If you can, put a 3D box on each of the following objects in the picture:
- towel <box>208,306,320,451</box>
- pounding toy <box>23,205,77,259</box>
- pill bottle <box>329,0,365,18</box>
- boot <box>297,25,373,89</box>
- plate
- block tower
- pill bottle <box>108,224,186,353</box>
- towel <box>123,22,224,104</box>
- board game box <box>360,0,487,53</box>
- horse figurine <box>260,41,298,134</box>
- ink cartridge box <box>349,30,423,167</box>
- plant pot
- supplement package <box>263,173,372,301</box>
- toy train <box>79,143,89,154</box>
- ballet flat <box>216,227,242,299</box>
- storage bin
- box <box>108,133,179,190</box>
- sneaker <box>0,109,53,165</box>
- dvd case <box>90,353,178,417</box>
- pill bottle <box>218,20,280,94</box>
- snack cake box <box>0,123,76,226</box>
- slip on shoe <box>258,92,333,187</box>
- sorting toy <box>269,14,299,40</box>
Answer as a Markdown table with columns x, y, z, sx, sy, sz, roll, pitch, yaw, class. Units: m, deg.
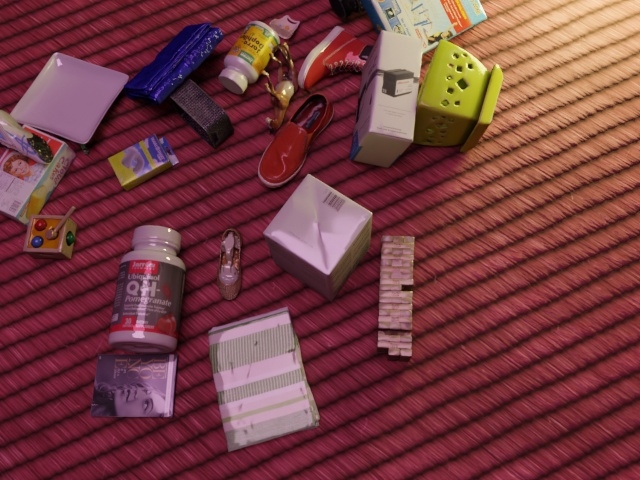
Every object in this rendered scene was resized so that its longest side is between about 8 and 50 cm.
| x | y | z | sx | sy | sz | roll | pitch | yaw | class |
| --- | --- | --- | --- | --- | --- | --- | --- | --- | --- |
| -0.157 | 0.360 | 1.733 | 0.247 | 0.038 | 0.325 | -16 | 73 | 0 | towel |
| -0.755 | -0.022 | 1.866 | 0.141 | 0.100 | 0.130 | 2 | 72 | 4 | pounding toy |
| 0.136 | -0.795 | 2.064 | 0.219 | 0.123 | 0.123 | -37 | 73 | -7 | pill bottle |
| 0.058 | -0.525 | 1.999 | 0.176 | 0.088 | 0.244 | 35 | 73 | 12 | boot |
| -0.766 | -0.432 | 2.025 | 0.278 | 0.045 | 0.277 | 19 | 66 | 11 | plate |
| 0.200 | 0.146 | 1.752 | 0.090 | 0.097 | 0.336 | 2 | 70 | 4 | block tower |
| -0.454 | 0.130 | 1.752 | 0.176 | 0.176 | 0.319 | 1 | 69 | 4 | pill bottle |
| -0.452 | -0.542 | 1.984 | 0.227 | 0.076 | 0.308 | 22 | 67 | 48 | towel |
| 0.296 | -0.730 | 1.987 | 0.302 | 0.086 | 0.308 | -30 | 98 | -7 | board game box |
| -0.118 | -0.470 | 1.965 | 0.066 | 0.174 | 0.263 | 2 | 56 | 23 | horse figurine |
| 0.184 | -0.391 | 1.849 | 0.129 | 0.223 | 0.308 | 10 | 75 | -8 | ink cartridge box |
| 0.381 | -0.392 | 1.863 | 0.207 | 0.227 | 0.228 | 18 | 73 | 3 | plant pot |
| 0.000 | 0.000 | 1.724 | 0.199 | 0.263 | 0.198 | 33 | 76 | 13 | supplement package |
| -0.726 | -0.297 | 1.999 | 0.017 | 0.024 | 0.083 | -29 | 71 | -7 | toy train |
| -0.255 | 0.060 | 1.824 | 0.073 | 0.067 | 0.206 | -3 | 71 | 2 | ballet flat |
| -0.351 | -0.375 | 1.950 | 0.084 | 0.122 | 0.180 | -43 | 74 | -10 | storage bin |
| -0.526 | -0.237 | 1.957 | 0.178 | 0.042 | 0.109 | -30 | 72 | -6 | box |
| -0.863 | -0.282 | 1.888 | 0.237 | 0.085 | 0.086 | 37 | 103 | 12 | sneaker |
| -0.494 | 0.386 | 1.753 | 0.221 | 0.018 | 0.165 | 0 | 71 | 3 | dvd case |
| -0.222 | -0.554 | 2.007 | 0.117 | 0.117 | 0.208 | 27 | 75 | 12 | pill bottle |
| -0.866 | -0.192 | 1.938 | 0.152 | 0.089 | 0.264 | 24 | 74 | 13 | snack cake box |
| -0.075 | -0.299 | 1.919 | 0.123 | 0.101 | 0.331 | 33 | 77 | 12 | slip on shoe |
| -0.105 | -0.680 | 2.085 | 0.083 | 0.045 | 0.075 | 31 | 68 | 13 | sorting toy |
